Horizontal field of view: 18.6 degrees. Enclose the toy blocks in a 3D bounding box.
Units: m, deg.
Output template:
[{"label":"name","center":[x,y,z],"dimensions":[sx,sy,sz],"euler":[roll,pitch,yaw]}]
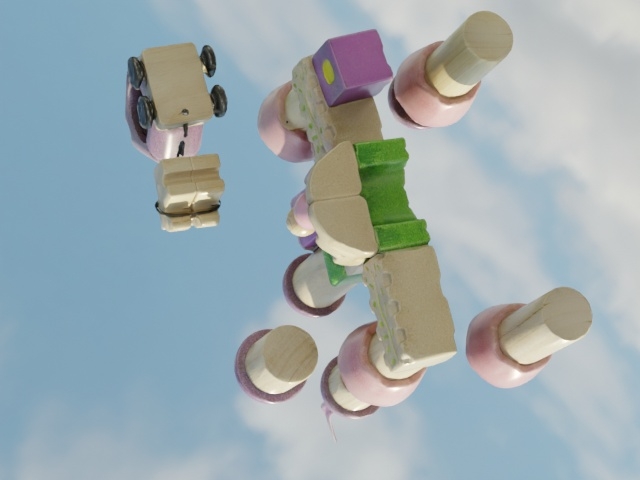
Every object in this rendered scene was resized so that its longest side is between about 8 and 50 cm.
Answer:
[{"label":"toy blocks","center":[0.000,0.000,1.509],"dimensions":[0.309,0.260,0.288],"euler":[-10,-101,-21]}]
